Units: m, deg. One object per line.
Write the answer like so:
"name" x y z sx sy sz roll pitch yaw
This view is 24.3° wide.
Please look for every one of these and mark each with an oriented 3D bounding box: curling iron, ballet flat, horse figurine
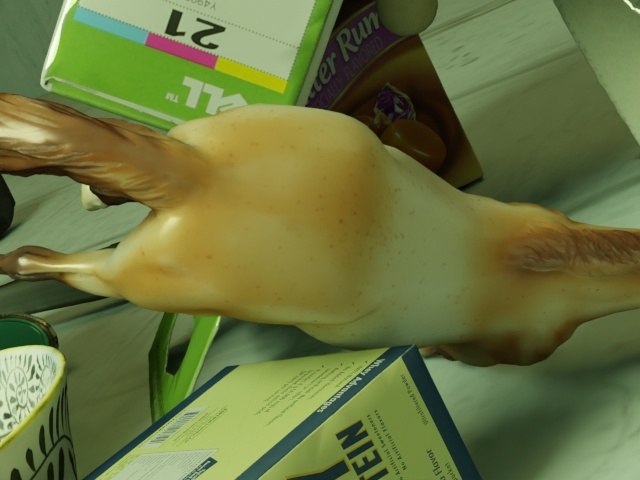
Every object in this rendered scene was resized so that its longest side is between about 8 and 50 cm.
"curling iron" -0.097 0.010 0.864 0.274 0.035 0.068 -20 10 23
"ballet flat" -0.177 0.064 0.812 0.114 0.041 0.041 -18 16 31
"horse figurine" 0.000 0.000 0.443 0.263 0.066 0.174 16 -13 -33

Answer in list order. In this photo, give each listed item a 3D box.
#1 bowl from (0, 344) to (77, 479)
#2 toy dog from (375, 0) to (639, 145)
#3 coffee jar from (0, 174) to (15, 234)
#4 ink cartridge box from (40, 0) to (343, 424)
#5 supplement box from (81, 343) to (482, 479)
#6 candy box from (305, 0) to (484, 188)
"bowl" -0.135 0.109 0.455 0.170 0.080 0.170 -26 13 7
"toy dog" 0.134 -0.084 0.526 0.333 0.220 0.161 -6 62 68
"coffee jar" -0.376 -0.008 1.374 0.184 0.079 0.096 -24 10 18
"ink cartridge box" -0.068 -0.058 0.617 0.189 0.097 0.255 -126 55 -76
"supplement box" -0.015 0.075 0.402 0.083 0.056 0.083 -12 20 49
"candy box" -0.008 -0.092 0.743 0.109 0.187 0.053 -28 12 -2
